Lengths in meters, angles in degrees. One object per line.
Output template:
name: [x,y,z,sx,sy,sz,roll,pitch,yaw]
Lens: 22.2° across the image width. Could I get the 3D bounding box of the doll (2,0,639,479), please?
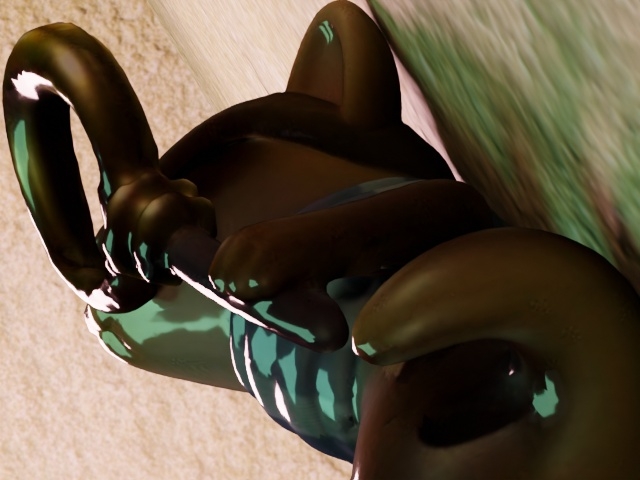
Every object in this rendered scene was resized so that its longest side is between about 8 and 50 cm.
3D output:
doll: [0.008,0.056,0.710,0.340,0.209,0.318,58,173,51]
